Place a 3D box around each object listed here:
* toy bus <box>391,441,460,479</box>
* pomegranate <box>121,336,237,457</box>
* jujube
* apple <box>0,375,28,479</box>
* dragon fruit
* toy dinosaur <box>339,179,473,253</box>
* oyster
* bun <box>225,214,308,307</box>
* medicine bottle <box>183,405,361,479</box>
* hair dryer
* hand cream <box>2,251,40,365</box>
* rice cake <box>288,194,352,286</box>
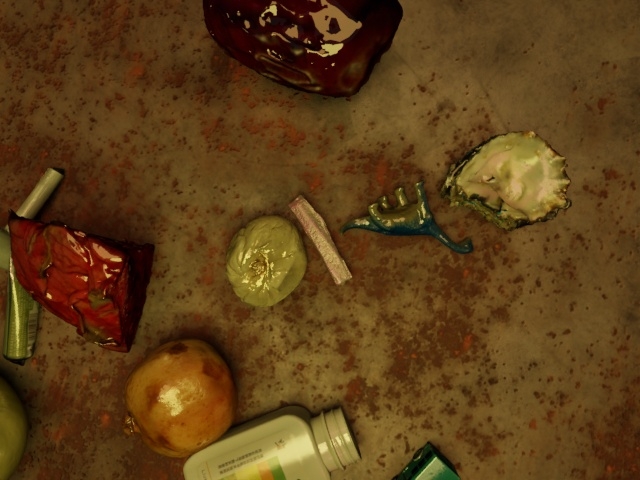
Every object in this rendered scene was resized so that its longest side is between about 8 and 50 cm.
[{"bbox_3d":[0.193,0.493,1.018,0.079,0.092,0.160,43,88,3],"label":"toy bus"},{"bbox_3d":[-0.269,0.295,0.967,0.215,0.215,0.215,0,87,0],"label":"pomegranate"},{"bbox_3d":[-0.034,-0.422,0.993,0.377,0.258,0.258,17,88,13],"label":"jujube"},{"bbox_3d":[-0.707,0.363,0.961,0.295,0.233,0.258,37,108,-9],"label":"apple"},{"bbox_3d":[-0.447,0.082,0.900,0.286,0.329,0.228,17,86,-18],"label":"dragon fruit"},{"bbox_3d":[0.174,-0.012,1.057,0.248,0.075,0.188,-26,95,-7],"label":"toy dinosaur"},{"bbox_3d":[0.377,-0.116,1.052,0.260,0.092,0.198,-12,87,-9],"label":"oyster"},{"bbox_3d":[-0.110,0.039,1.031,0.164,0.111,0.188,39,85,-1],"label":"bun"},{"bbox_3d":[-0.087,0.436,1.009,0.324,0.124,0.179,-21,88,-2],"label":"medicine bottle"},{"bbox_3d":[-0.599,-0.056,1.042,0.073,0.131,0.236,29,74,10],"label":"hair dryer"},{"bbox_3d":[-0.608,0.138,1.052,0.055,0.086,0.235,6,92,17],"label":"hand cream"},{"bbox_3d":[0.000,0.000,1.070,0.047,0.036,0.206,-29,87,-11],"label":"rice cake"}]
